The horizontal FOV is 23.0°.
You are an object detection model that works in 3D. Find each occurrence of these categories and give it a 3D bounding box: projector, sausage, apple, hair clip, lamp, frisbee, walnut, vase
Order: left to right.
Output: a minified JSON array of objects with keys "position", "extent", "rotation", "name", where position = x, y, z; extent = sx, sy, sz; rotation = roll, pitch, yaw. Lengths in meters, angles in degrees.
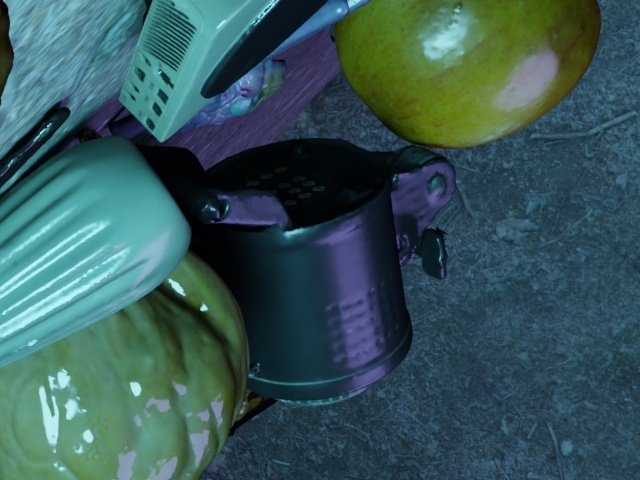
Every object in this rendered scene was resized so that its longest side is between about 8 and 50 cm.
[{"position":[-0.255,-0.010,1.051],"extent":[0.211,0.012,0.187],"rotation":[-44,180,15],"name":"frisbee"},{"position":[-0.223,0.027,1.205],"extent":[0.248,0.128,0.128],"rotation":[-35,180,-4],"name":"vase"},{"position":[-0.203,0.113,1.391],"extent":[0.285,0.285,0.296],"rotation":[-44,-166,19],"name":"walnut"},{"position":[-0.187,-0.082,1.290],"extent":[0.015,0.015,0.100],"rotation":[-45,-179,-1],"name":"sausage"},{"position":[-0.063,-0.153,1.295],"extent":[0.278,0.090,0.137],"rotation":[-45,173,29],"name":"hair clip"},{"position":[-0.019,-0.195,1.010],"extent":[0.259,0.079,0.257],"rotation":[-45,-179,-17],"name":"projector"},{"position":[-0.023,0.038,1.628],"extent":[0.374,0.205,0.272],"rotation":[-7,112,-38],"name":"lamp"},{"position":[0.154,-0.249,1.733],"extent":[0.275,0.299,0.299],"rotation":[-37,-177,12],"name":"apple"}]

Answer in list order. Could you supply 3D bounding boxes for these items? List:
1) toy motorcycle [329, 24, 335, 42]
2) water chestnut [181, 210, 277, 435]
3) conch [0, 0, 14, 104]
[{"position":[0.092,-0.340,2.015],"extent":[0.225,0.073,0.152],"rotation":[-46,180,3],"name":"toy motorcycle"},{"position":[-0.184,0.062,1.873],"extent":[0.335,0.347,0.335],"rotation":[-7,157,-3],"name":"water chestnut"},{"position":[-0.157,-0.045,0.528],"extent":[0.233,0.080,0.086],"rotation":[-43,174,38],"name":"conch"}]
